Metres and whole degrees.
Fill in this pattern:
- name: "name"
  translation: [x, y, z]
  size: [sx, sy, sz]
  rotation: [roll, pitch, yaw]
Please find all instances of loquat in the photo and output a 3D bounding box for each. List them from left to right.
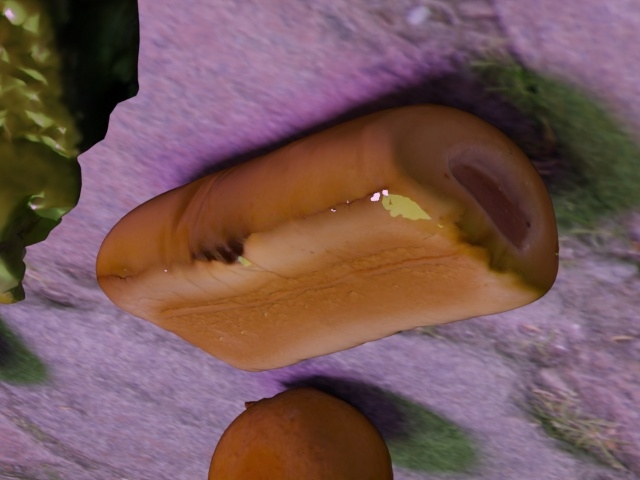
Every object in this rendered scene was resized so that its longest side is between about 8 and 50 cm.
- name: "loquat"
  translation: [-0.015, 0.175, 1.213]
  size: [0.141, 0.141, 0.141]
  rotation: [16, 153, 9]

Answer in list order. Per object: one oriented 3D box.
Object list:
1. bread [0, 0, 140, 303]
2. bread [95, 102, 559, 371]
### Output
- name: "bread"
  translation: [-0.242, -0.158, 0.647]
  size: [0.376, 0.251, 0.208]
  rotation: [26, -166, -16]
- name: "bread"
  translation: [0.000, 0.000, 0.922]
  size: [0.142, 0.091, 0.305]
  rotation: [28, 153, -30]
